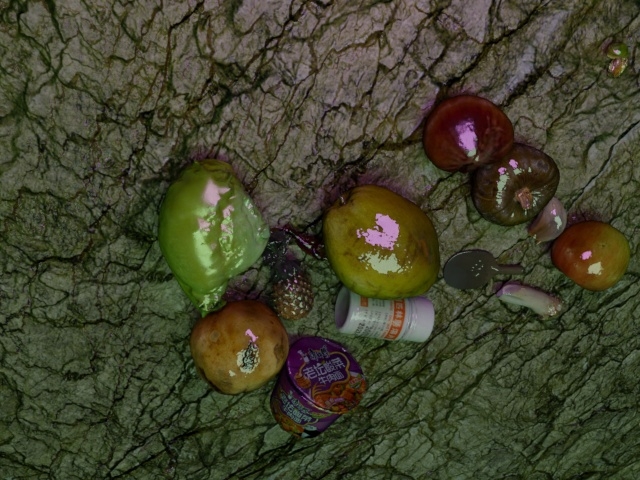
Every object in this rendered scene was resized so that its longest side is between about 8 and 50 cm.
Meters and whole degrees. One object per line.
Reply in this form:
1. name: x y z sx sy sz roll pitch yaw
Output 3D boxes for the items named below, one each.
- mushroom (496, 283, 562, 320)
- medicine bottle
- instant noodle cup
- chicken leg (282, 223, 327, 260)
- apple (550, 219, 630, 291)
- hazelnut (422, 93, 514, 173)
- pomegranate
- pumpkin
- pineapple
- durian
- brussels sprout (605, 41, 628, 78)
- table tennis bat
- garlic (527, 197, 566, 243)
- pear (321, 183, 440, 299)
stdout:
1. mushroom: 0.606 0.174 1.672 0.209 0.071 0.084 20 146 -18
2. medicine bottle: 0.175 0.202 1.572 0.251 0.145 0.145 12 119 -18
3. instant noodle cup: -0.023 0.432 1.637 0.251 0.251 0.190 16 127 -18
4. chicken leg: 0.001 0.007 1.474 0.204 0.053 0.093 1 99 -18
5. apple: 0.724 0.037 1.530 0.195 0.196 0.196 -4 123 -7
6. hazelnut: 0.340 -0.239 1.303 0.203 0.178 0.178 5 121 -12
7. pomegranate: -0.209 0.280 1.505 0.260 0.260 0.261 -4 123 -7
8. pumpkin: 0.472 -0.130 1.401 0.218 0.162 0.219 -7 126 -9
9. pineapple: -0.096 0.085 1.476 0.125 0.125 0.252 -16 119 1
10. durian: -0.260 -0.022 1.337 0.255 0.204 0.340 -30 114 -7
11. brussels sprout: 0.687 -0.421 1.324 0.050 0.046 0.083 -25 133 2
12. table tennis bat: 0.461 0.084 1.618 0.234 0.022 0.131 1 121 -8
13. garlic: 0.618 -0.052 1.528 0.084 0.066 0.152 13 121 -15
14. pear: 0.147 0.010 1.373 0.269 0.269 0.321 -41 110 16
